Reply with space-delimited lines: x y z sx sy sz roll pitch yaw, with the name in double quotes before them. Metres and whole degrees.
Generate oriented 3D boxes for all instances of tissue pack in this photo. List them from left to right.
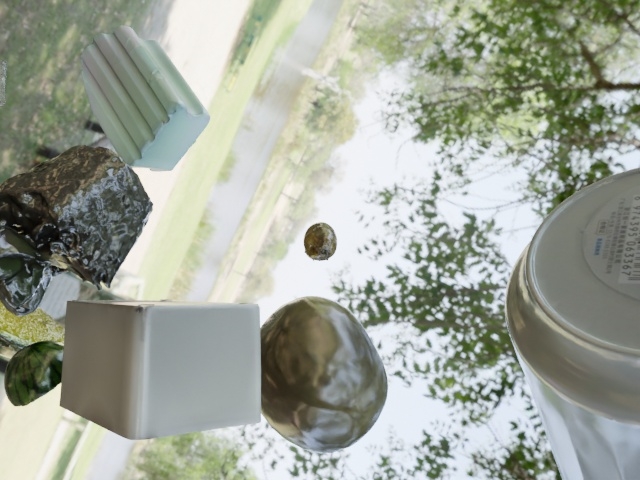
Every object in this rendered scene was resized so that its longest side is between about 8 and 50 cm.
"tissue pack" -0.197 0.140 0.768 0.246 0.159 0.136 -6 -98 52

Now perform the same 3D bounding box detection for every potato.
"potato" 0.000 0.000 0.954 0.083 0.051 0.040 -92 -171 -57

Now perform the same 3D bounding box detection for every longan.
"longan" -0.007 0.338 1.634 0.336 0.404 0.404 -37 -163 26

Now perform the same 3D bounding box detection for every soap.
"soap" -0.421 -0.335 1.470 0.208 0.347 0.115 -46 154 21

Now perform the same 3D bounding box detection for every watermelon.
"watermelon" -0.626 0.148 1.261 0.129 0.301 0.123 -53 -176 -38
"watermelon" -0.390 0.174 0.879 0.105 0.062 0.105 -22 -160 9

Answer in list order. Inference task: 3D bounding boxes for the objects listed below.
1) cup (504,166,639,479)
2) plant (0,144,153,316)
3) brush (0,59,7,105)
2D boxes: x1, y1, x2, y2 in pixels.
"cup" 0.334 0.106 0.510 0.322 0.327 0.237 -25 -147 3
"plant" -0.407 -0.014 0.987 0.276 0.188 0.199 -48 140 -30
"brush" -0.730 -0.288 1.177 0.017 0.314 0.090 43 48 -83
